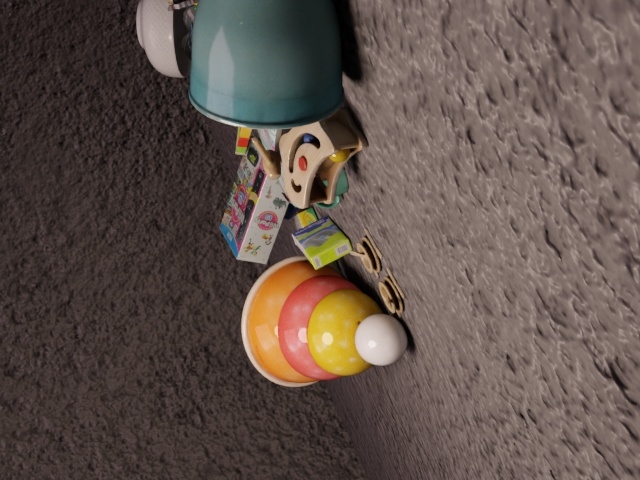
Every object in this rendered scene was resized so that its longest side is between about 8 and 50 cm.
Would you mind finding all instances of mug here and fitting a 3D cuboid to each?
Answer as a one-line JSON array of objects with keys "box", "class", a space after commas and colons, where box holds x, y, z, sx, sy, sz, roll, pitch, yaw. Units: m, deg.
[{"box": [-0.005, -0.137, 1.772, 0.129, 0.097, 0.158, -158, 46, -76], "class": "mug"}]

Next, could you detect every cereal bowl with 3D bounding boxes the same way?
[{"box": [-0.505, -0.702, 2.575, 0.339, 0.141, 0.339, 3, -90, -86], "class": "cereal bowl"}]

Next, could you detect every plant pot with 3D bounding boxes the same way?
[{"box": [-0.089, -0.361, 1.316, 0.271, 0.271, 0.255, -125, 30, -48], "class": "plant pot"}]

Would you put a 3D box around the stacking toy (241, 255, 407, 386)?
[{"box": [0.052, 0.228, 1.946, 0.480, 0.350, 0.350, 7, 122, 58], "class": "stacking toy"}]

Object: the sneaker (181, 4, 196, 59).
[{"box": [-0.355, -0.604, 2.467, 0.139, 0.125, 0.341, 60, 171, 8], "class": "sneaker"}]

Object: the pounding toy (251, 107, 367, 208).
[{"box": [-0.040, -0.145, 1.552, 0.269, 0.155, 0.154, -30, 74, 58], "class": "pounding toy"}]

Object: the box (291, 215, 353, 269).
[{"box": [0.000, 0.000, 2.023, 0.178, 0.109, 0.042, 49, 164, 59], "class": "box"}]

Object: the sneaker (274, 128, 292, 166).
[{"box": [-0.028, -0.266, 1.710, 0.083, 0.118, 0.222, 30, -120, -68], "class": "sneaker"}]

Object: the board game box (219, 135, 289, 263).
[{"box": [-0.179, -0.118, 2.276, 0.224, 0.097, 0.303, 51, 126, 57], "class": "board game box"}]

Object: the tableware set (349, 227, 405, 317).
[{"box": [0.124, 0.080, 1.761, 0.128, 0.039, 0.194, 87, 157, -63], "class": "tableware set"}]

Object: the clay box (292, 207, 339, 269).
[{"box": [-0.009, 0.021, 2.278, 0.222, 0.053, 0.127, 66, 170, -1], "class": "clay box"}]

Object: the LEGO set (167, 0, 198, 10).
[{"box": [-0.365, -0.716, 1.986, 0.255, 0.192, 0.331, 37, 148, 52], "class": "LEGO set"}]

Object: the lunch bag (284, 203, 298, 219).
[{"box": [-0.093, -0.114, 2.306, 0.067, 0.098, 0.065, 24, -160, -35], "class": "lunch bag"}]

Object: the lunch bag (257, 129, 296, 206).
[{"box": [-0.079, -0.228, 1.922, 0.224, 0.108, 0.279, -125, 15, -48], "class": "lunch bag"}]

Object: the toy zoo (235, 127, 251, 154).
[{"box": [-0.200, -0.367, 2.175, 0.293, 0.030, 0.192, 134, 142, -76], "class": "toy zoo"}]
